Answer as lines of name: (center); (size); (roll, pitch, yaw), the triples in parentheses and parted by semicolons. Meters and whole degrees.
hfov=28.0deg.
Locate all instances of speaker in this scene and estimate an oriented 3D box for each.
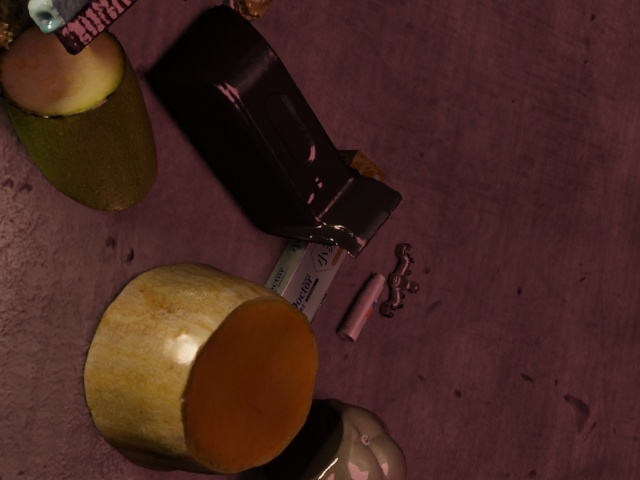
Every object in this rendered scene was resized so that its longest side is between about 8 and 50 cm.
speaker: (-0.061, -0.161, 1.945); (0.180, 0.184, 0.388); (-52, 126, -25)

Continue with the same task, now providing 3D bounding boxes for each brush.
brush: (-0.054, -0.454, 1.998); (0.068, 0.060, 0.297); (42, 67, -35)

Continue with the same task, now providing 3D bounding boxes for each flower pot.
flower pot: (0.022, 0.380, 2.059); (0.195, 0.246, 0.246); (50, 63, -34)

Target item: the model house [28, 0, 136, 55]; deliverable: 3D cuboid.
model house: (-0.323, -0.401, 1.575); (0.280, 0.230, 0.249); (52, 31, -22)

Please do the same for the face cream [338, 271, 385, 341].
face cream: (0.075, 0.112, 2.209); (0.034, 0.034, 0.130); (45, 65, -37)

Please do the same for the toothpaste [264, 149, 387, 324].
toothpaste: (0.000, 0.000, 2.105); (0.089, 0.071, 0.313); (40, 69, -34)

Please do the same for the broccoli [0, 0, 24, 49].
broccoli: (-0.472, -0.302, 1.549); (0.226, 0.176, 0.198); (70, 13, -58)

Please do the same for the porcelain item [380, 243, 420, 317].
porcelain item: (0.152, 0.077, 2.284); (0.075, 0.021, 0.136); (22, 80, -42)

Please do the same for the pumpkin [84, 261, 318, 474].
pumpkin: (-0.161, 0.200, 1.895); (0.332, 0.199, 0.333); (-7, 100, -39)

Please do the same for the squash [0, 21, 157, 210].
squash: (-0.336, -0.168, 1.798); (0.189, 0.189, 0.260); (-56, 164, -23)
